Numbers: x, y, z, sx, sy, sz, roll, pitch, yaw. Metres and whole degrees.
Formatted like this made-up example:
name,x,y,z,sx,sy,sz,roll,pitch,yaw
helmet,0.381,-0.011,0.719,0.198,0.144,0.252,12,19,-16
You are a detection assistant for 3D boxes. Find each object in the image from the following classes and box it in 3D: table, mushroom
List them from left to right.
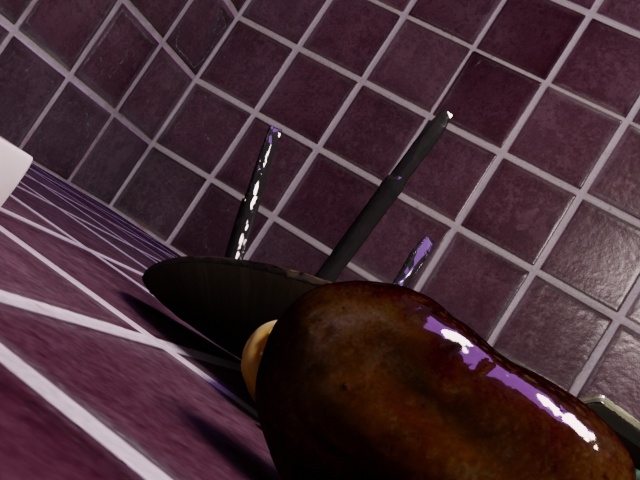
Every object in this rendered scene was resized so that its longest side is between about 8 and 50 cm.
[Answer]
name,x,y,z,sx,sy,sz,roll,pitch,yaw
table,0.000,0.000,0.882,0.317,0.249,0.317,23,-27,12
mushroom,0.063,0.143,0.513,0.227,0.148,0.218,41,-20,22

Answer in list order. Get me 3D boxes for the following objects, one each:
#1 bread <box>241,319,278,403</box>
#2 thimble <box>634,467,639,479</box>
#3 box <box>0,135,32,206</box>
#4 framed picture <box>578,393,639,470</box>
name,x,y,z,sx,sy,sz,roll,pitch,yaw
bread,-0.010,0.118,0.693,0.119,0.084,0.177,30,-5,10
thimble,0.181,0.205,0.497,0.090,0.118,0.135,38,-24,-11
box,-0.329,-0.094,0.586,0.199,0.081,0.135,33,-4,21
framed picture,0.169,0.187,0.610,0.216,0.016,0.273,35,-36,-21
